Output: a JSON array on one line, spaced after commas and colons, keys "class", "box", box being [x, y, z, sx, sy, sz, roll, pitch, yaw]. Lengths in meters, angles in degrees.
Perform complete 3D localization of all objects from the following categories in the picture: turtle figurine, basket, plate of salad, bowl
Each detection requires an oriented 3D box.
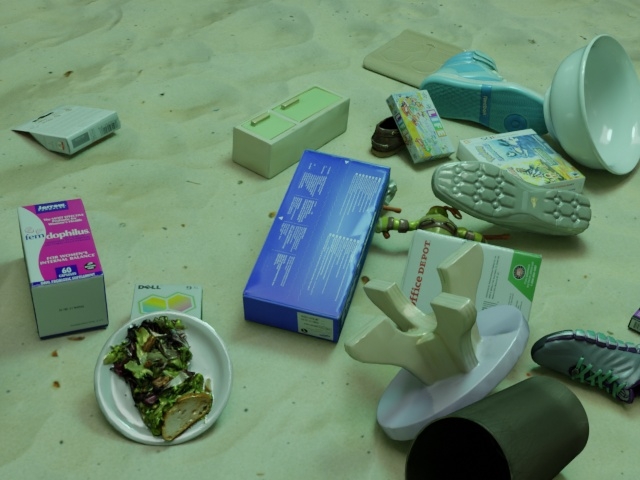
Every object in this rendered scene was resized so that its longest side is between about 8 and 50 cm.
[{"class": "turtle figurine", "box": [0.220, 0.005, 1.657, 0.270, 0.087, 0.217, 14, 43, -5]}, {"class": "basket", "box": [0.248, 0.280, 1.243, 0.227, 0.204, 0.154, -18, 50, -44]}, {"class": "plate of salad", "box": [-0.226, 0.193, 1.330, 0.200, 0.048, 0.199, 2, 68, -4]}, {"class": "bowl", "box": [0.568, -0.279, 1.970, 0.134, 0.297, 0.298, -6, 24, 41]}]

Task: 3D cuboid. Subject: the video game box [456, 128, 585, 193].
[{"class": "video game box", "box": [0.415, -0.155, 1.931, 0.187, 0.048, 0.205, -13, 41, -20]}]

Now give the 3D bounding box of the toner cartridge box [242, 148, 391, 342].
[{"class": "toner cartridge box", "box": [0.000, 0.000, 1.585, 0.165, 0.075, 0.347, 14, 52, 9]}]

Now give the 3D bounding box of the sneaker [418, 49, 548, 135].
[{"class": "sneaker", "box": [0.405, -0.351, 2.122, 0.319, 0.127, 0.208, 19, 40, 15]}]

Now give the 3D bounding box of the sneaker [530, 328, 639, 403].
[{"class": "sneaker", "box": [0.443, 0.202, 1.440, 0.224, 0.083, 0.098, 6, 42, -1]}]

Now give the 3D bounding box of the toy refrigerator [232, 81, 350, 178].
[{"class": "toy refrigerator", "box": [-0.058, -0.238, 1.938, 0.102, 0.094, 0.269, 28, 43, 26]}]

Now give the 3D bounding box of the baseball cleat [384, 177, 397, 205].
[{"class": "baseball cleat", "box": [0.053, -0.064, 1.760, 0.206, 0.072, 0.109, -29, 28, -34]}]

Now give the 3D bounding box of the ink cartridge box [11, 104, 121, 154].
[{"class": "ink cartridge box", "box": [-0.531, -0.233, 1.929, 0.179, 0.045, 0.145, 9, 34, 36]}]

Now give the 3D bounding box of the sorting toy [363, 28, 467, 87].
[{"class": "sorting toy", "box": [0.237, -0.449, 2.305, 0.193, 0.038, 0.208, 25, 46, 24]}]

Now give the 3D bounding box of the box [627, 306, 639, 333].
[{"class": "box", "box": [0.620, 0.130, 1.598, 0.116, 0.029, 0.162, 29, 42, 28]}]

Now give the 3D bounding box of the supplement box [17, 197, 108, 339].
[{"class": "supplement box", "box": [-0.423, 0.041, 1.511, 0.111, 0.113, 0.220, -10, 38, -19]}]

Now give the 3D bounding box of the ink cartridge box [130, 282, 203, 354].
[{"class": "ink cartridge box", "box": [-0.243, 0.122, 1.467, 0.109, 0.062, 0.209, 2, 37, -5]}]

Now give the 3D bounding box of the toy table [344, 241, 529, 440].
[{"class": "toy table", "box": [0.166, 0.139, 1.340, 0.274, 0.160, 0.252, -43, 22, -30]}]

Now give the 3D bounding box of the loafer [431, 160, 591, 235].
[{"class": "loafer", "box": [0.347, -0.069, 1.729, 0.320, 0.111, 0.112, 16, 76, -14]}]

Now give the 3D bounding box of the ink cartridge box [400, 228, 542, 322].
[{"class": "ink cartridge box", "box": [0.239, 0.078, 1.507, 0.209, 0.153, 0.087, 14, -5, 9]}]

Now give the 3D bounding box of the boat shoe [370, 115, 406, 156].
[{"class": "boat shoe", "box": [0.185, -0.249, 2.002, 0.073, 0.073, 0.207, 24, 39, 28]}]

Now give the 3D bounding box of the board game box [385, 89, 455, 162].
[{"class": "board game box", "box": [0.212, -0.243, 1.957, 0.104, 0.026, 0.154, -14, 74, -37]}]
